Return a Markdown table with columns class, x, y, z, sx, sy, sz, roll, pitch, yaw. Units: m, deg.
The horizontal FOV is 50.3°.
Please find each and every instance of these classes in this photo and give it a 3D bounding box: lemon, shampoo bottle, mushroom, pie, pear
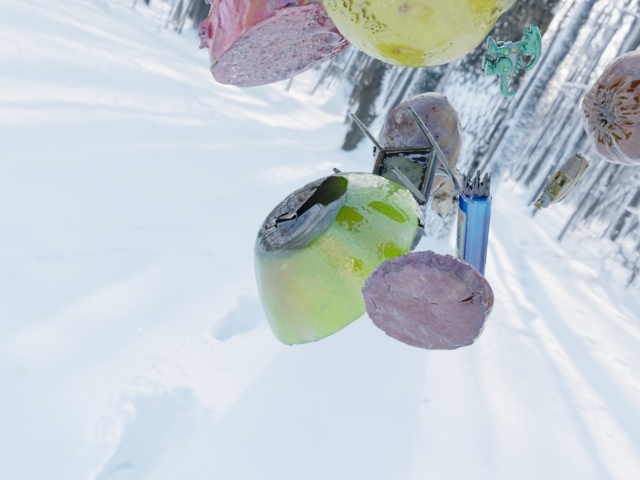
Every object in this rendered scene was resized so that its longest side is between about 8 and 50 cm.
| class | x | y | z | sx | sy | sz | roll | pitch | yaw |
| --- | --- | --- | --- | --- | --- | --- | --- | --- | --- |
| lemon | 0.142 | -0.391 | 1.020 | 0.310 | 0.258 | 0.258 | 23 | 12 | 19 |
| shampoo bottle | 0.241 | -0.021 | 1.078 | 0.050 | 0.183 | 0.087 | 0 | 23 | 3 |
| mushroom | 0.298 | -0.245 | 2.003 | 0.259 | 0.345 | 0.345 | 26 | 13 | -24 |
| pie | 0.120 | 0.069 | 0.762 | 0.154 | 0.154 | 0.036 | 28 | 48 | -2 |
| pear | -0.004 | 0.001 | 1.322 | 0.165 | 0.399 | 0.399 | 44 | 6 | -25 |

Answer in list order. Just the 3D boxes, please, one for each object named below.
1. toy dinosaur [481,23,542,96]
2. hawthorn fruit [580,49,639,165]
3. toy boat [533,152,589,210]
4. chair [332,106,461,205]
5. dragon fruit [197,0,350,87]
| class | x | y | z | sx | sy | sz | roll | pitch | yaw |
| --- | --- | --- | --- | --- | --- | --- | --- | --- | --- |
| toy dinosaur | 0.340 | -0.318 | 1.212 | 0.096 | 0.132 | 0.059 | 3 | 34 | 4 |
| hawthorn fruit | 0.704 | -0.285 | 1.483 | 0.261 | 0.258 | 0.258 | -5 | 34 | -44 |
| toy boat | 0.523 | -0.127 | 1.489 | 0.049 | 0.149 | 0.047 | 14 | 33 | -36 |
| chair | 0.184 | -0.154 | 1.556 | 0.188 | 0.166 | 0.272 | 1 | -25 | 40 |
| dragon fruit | -0.103 | -0.509 | 1.507 | 0.386 | 0.370 | 0.249 | 105 | -37 | -81 |
